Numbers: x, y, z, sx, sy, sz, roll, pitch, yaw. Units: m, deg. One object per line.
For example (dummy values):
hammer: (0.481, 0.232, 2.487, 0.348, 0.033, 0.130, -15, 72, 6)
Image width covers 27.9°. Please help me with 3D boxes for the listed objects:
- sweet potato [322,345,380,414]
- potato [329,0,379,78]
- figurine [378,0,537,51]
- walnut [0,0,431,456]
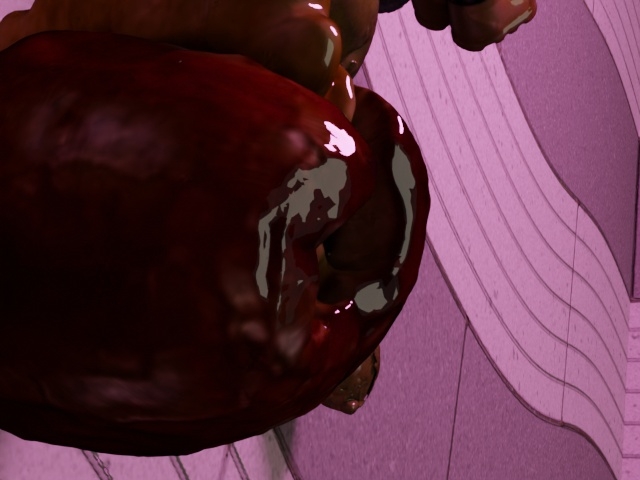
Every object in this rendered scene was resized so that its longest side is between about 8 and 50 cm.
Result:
sweet potato: (0.000, 0.000, 1.010, 0.075, 0.075, 0.273, -11, 95, -67)
potato: (-0.029, -0.242, 0.882, 0.191, 0.141, 0.296, -80, 159, -68)
figurine: (0.103, -0.339, 1.018, 0.186, 0.261, 0.382, -46, 138, -23)
walnut: (-0.072, -0.024, 0.593, 0.222, 0.269, 0.243, 26, 68, -50)
